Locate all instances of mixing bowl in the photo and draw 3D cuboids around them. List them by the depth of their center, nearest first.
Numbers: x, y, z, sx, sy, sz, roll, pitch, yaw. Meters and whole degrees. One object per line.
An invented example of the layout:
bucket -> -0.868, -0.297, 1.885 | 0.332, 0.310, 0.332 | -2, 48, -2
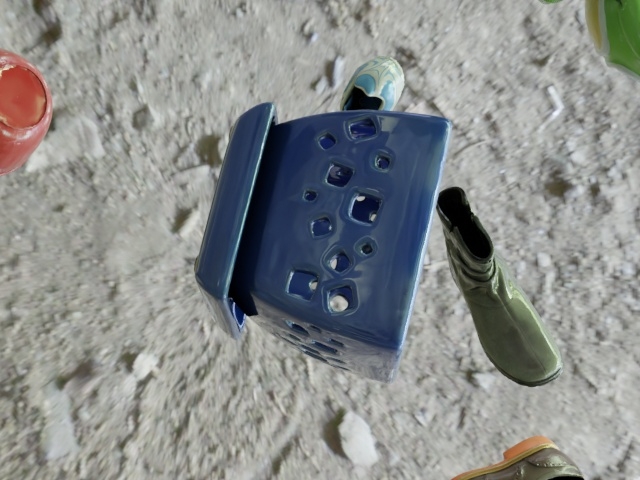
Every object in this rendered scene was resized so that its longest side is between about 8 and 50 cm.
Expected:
mixing bowl -> -0.420, -0.179, 1.486 | 0.181, 0.098, 0.181 | 9, 77, -45

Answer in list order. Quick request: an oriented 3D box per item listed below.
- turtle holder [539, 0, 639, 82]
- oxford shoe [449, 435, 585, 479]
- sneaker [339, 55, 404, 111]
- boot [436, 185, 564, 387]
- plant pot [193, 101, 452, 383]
turtle holder -> 0.443, -0.300, 1.487 | 0.320, 0.227, 0.243 | -19, 100, -16
oxford shoe -> 0.240, 0.367, 1.552 | 0.271, 0.098, 0.097 | -31, 124, -17
sneaker -> 0.057, -0.177, 1.666 | 0.086, 0.237, 0.085 | -33, 69, -28
boot -> 0.211, 0.058, 1.415 | 0.083, 0.161, 0.246 | -29, 55, -1
plant pot -> 0.000, 0.000, 1.142 | 0.212, 0.236, 0.236 | 11, 75, 4
